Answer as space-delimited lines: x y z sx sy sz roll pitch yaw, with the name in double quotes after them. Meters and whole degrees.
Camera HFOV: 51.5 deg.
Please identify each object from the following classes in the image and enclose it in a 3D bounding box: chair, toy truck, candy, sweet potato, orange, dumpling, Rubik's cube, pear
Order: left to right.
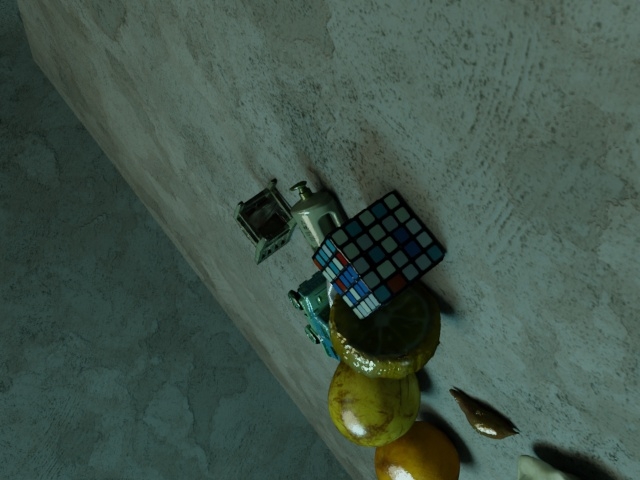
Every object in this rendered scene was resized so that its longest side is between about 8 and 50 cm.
-0.165 -0.052 1.948 0.147 0.136 0.270 52 162 5 "chair"
0.029 0.212 1.930 0.156 0.155 0.279 35 155 48 "toy truck"
0.152 0.441 1.892 0.280 0.280 0.281 44 159 22 "pear"
0.117 0.034 1.395 0.184 0.187 0.182 53 161 6 "Rubik's cube"
0.146 0.191 1.498 0.260 0.259 0.118 41 154 29 "candy"
0.290 0.676 2.002 0.261 0.261 0.261 44 159 22 "orange"
0.391 0.440 1.659 0.226 0.068 0.068 29 150 50 "sweet potato"
0.528 0.598 1.436 0.318 0.187 0.243 43 162 34 "dumpling"

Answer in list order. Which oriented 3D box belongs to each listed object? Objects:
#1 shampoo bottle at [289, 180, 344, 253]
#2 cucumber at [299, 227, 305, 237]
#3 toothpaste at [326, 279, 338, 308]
0.003 -0.043 1.635 0.118 0.087 0.234 -18 114 28 "shampoo bottle"
0.000 0.000 1.780 0.069 0.069 0.227 26 152 51 "cucumber"
0.070 0.133 1.798 0.099 0.068 0.283 -7 120 18 "toothpaste"
